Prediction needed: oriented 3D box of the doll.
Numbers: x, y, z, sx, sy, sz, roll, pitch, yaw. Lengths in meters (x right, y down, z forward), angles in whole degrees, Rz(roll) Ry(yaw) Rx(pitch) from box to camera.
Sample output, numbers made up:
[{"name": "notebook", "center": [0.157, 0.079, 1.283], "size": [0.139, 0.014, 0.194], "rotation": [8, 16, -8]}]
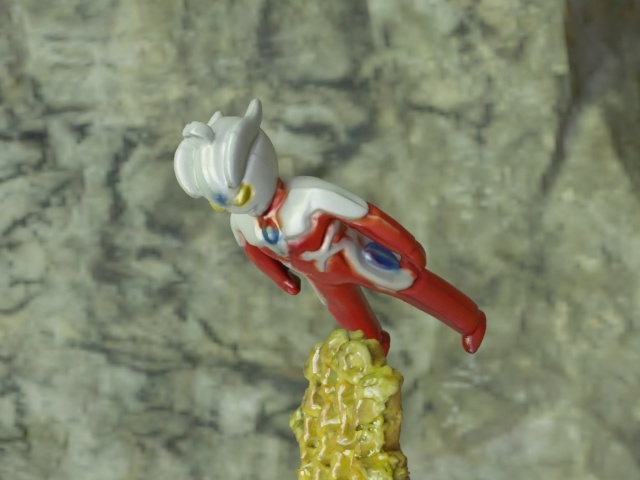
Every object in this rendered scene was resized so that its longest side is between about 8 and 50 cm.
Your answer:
[{"name": "doll", "center": [0.000, 0.000, 1.596], "size": [0.384, 0.188, 0.099], "rotation": [43, -132, -32]}]

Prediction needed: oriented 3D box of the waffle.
[{"name": "waffle", "center": [0.034, 0.216, 1.469], "size": [0.056, 0.249, 0.253], "rotation": [-5, -124, -21]}]
